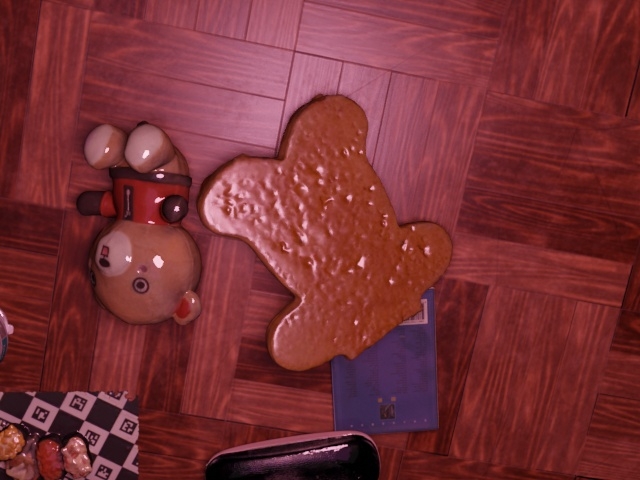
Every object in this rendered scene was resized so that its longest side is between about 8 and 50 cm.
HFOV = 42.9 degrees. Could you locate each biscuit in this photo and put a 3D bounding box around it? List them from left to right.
[{"bbox_3d":[0.000,0.000,1.351,0.368,0.076,0.394,-38,101,-13],"label":"biscuit"}]

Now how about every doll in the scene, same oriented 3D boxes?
[{"bbox_3d":[-0.286,-0.027,1.320,0.235,0.174,0.329,7,99,26],"label":"doll"}]

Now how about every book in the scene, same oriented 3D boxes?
[{"bbox_3d":[0.113,0.217,1.457,0.191,0.025,0.269,-4,101,-2],"label":"book"}]

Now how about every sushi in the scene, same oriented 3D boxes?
[{"bbox_3d":[-0.467,0.394,1.442,0.290,0.050,0.263,3,101,-5],"label":"sushi"}]

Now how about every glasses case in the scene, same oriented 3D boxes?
[{"bbox_3d":[-0.050,0.413,1.454,0.315,0.075,0.122,-10,111,2],"label":"glasses case"}]

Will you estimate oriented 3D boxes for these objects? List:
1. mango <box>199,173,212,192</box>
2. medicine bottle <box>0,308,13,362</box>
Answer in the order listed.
[{"bbox_3d":[-0.146,-0.080,1.365,0.114,0.060,0.080,-18,108,-8],"label":"mango"},{"bbox_3d":[-0.578,0.167,1.306,0.135,0.215,0.134,-1,101,-3],"label":"medicine bottle"}]
